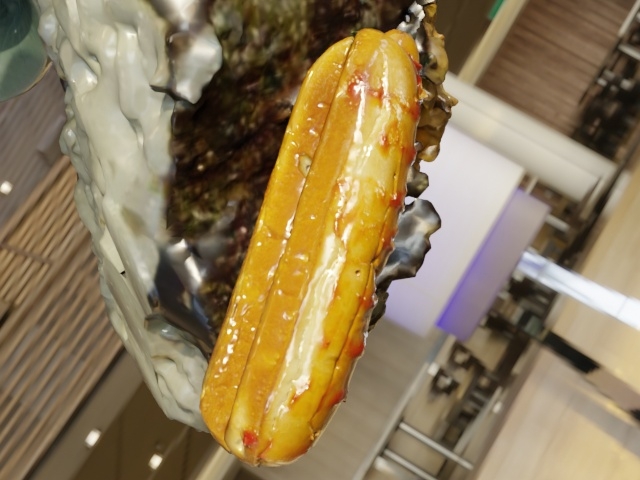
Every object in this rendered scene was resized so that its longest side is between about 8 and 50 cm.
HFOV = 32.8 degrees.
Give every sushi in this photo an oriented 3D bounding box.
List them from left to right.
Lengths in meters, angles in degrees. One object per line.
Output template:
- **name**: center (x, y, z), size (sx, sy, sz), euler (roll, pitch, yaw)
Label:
- **sushi**: center (-0.031, -0.045, 0.594), size (0.207, 0.234, 0.349), euler (-21, -43, -24)

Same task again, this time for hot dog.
- **hot dog**: center (0.002, 0.000, 0.335), size (0.062, 0.038, 0.144), euler (1, 72, 67)

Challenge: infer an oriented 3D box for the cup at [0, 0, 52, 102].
- **cup**: center (-0.249, -0.202, 0.690), size (0.199, 0.199, 0.150), euler (107, 173, -58)
